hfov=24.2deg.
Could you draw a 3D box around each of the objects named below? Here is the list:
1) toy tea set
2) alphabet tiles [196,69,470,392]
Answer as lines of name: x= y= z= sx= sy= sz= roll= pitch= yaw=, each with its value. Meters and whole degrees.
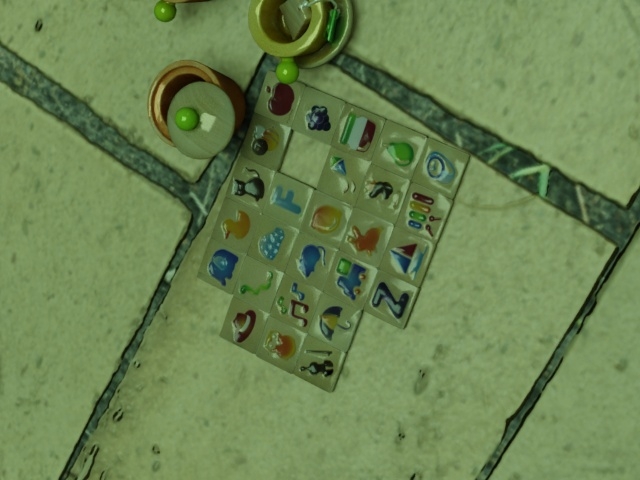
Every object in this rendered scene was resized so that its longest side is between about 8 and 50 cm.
toy tea set: x=-0.081 y=-0.236 z=1.225 sx=0.200 sy=0.124 sz=0.336 roll=-3 pitch=90 yaw=25
alphabet tiles: x=0.000 y=0.000 z=1.273 sx=0.198 sy=0.009 sz=0.237 roll=25 pitch=104 yaw=22
